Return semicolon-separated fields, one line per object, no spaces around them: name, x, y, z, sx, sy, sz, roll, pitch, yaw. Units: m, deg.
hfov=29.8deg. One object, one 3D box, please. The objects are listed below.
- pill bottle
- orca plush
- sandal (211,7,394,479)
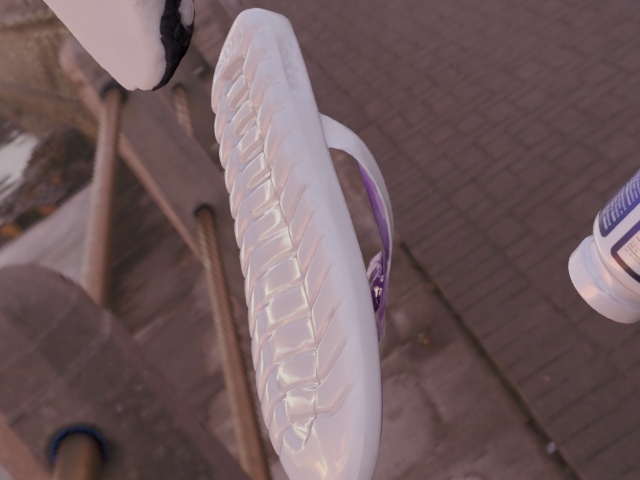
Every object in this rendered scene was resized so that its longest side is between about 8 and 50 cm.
pill bottle;0.434;-0.020;1.486;0.265;0.153;0.153;-52;4;41
orca plush;-0.144;-0.226;0.673;0.151;0.287;0.102;-11;35;51
sandal;0.005;-0.007;0.901;0.102;0.416;0.169;0;-29;-23
